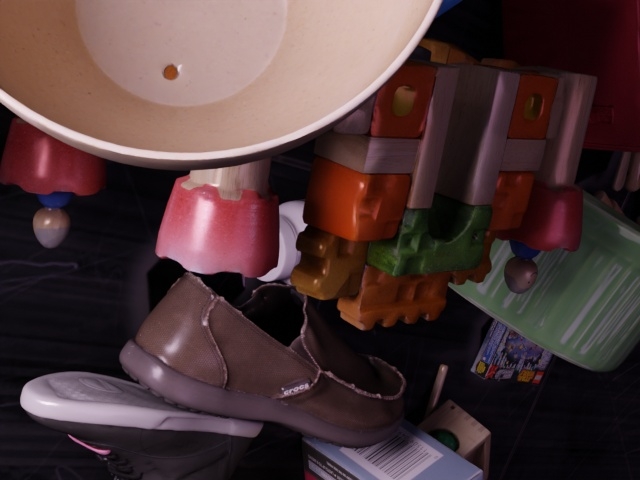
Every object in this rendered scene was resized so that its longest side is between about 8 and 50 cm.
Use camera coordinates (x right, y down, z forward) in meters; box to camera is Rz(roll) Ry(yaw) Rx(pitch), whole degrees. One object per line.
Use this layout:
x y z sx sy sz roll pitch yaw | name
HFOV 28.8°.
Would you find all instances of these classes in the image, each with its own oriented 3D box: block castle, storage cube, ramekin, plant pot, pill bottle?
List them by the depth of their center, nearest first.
-0.077 -0.162 0.703 0.284 0.284 0.191 -50 178 -11 | plant pot
0.000 -0.067 1.040 0.453 0.303 0.213 -3 108 -45 | block castle
0.000 0.000 1.240 0.152 0.086 0.086 -9 119 -42 | pill bottle
0.236 0.009 1.332 0.303 0.303 0.148 21 105 -49 | ramekin
0.323 -0.208 1.338 0.215 0.184 0.193 -15 107 -39 | storage cube

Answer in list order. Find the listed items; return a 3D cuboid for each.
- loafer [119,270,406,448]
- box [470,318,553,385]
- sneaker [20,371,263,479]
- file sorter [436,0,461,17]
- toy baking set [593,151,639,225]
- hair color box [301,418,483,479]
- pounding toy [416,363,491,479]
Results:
-0.025 0.116 1.245 0.366 0.134 0.130 18 100 -49 | loafer
0.261 0.140 1.630 0.137 0.027 0.094 12 104 -48 | box
-0.177 0.212 1.169 0.296 0.104 0.147 21 92 -53 | sneaker
0.072 -0.282 1.085 0.118 0.170 0.104 -37 132 -25 | file sorter
0.424 -0.102 1.655 0.256 0.030 0.196 34 83 -53 | toy baking set
0.089 0.390 1.481 0.113 0.185 0.374 -29 131 -32 | hair color box
0.143 0.256 1.543 0.130 0.100 0.141 -36 145 -25 | pounding toy
